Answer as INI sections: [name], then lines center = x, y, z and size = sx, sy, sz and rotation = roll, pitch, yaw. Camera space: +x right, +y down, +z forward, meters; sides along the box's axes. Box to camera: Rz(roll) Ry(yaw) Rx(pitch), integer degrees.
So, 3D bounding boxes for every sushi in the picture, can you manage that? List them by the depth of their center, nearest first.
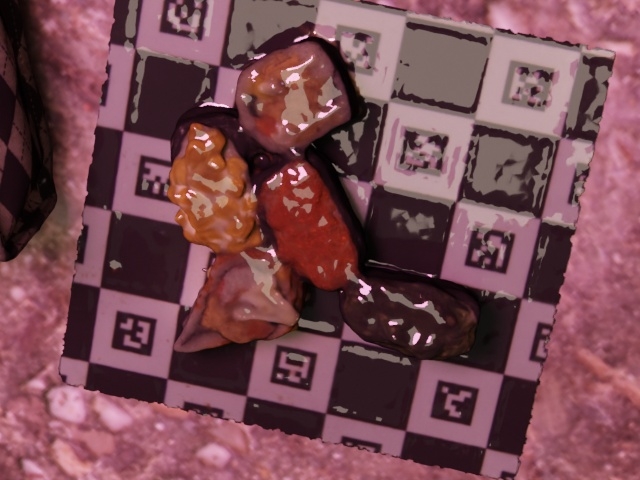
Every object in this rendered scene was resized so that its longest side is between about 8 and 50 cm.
[sushi]
center = 0.000, 0.000, 1.250
size = 0.359, 0.064, 0.343
rotation = 12, 110, 2

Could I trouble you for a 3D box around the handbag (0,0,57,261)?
[handbag]
center = -0.415, -0.128, 1.187
size = 0.416, 0.180, 0.316
rotation = -5, 113, 8
